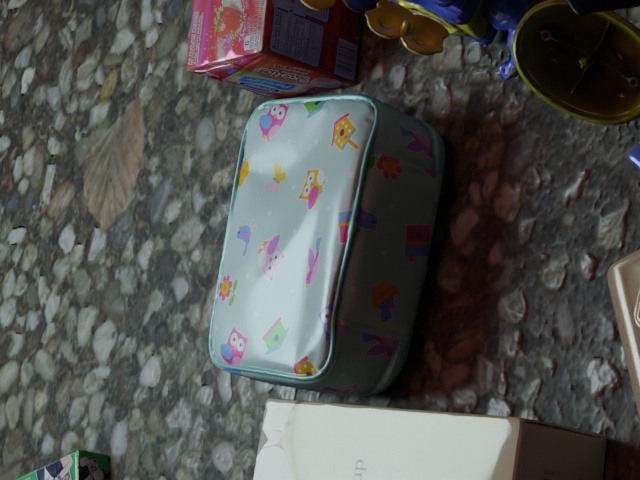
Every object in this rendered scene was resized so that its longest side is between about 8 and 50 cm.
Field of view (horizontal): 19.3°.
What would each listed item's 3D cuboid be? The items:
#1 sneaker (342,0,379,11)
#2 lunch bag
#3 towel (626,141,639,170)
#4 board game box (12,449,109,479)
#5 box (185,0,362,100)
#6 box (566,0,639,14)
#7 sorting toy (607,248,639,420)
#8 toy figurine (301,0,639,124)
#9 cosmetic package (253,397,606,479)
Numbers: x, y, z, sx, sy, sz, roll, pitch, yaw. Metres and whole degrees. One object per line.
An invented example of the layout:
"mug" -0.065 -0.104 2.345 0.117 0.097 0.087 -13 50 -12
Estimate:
"sneaker" 0.078 -0.273 1.784 0.152 0.058 0.084 -54 35 13
"lunch bag" 0.000 0.000 1.747 0.224 0.108 0.279 0 76 54
"towel" 0.396 -0.099 1.343 0.336 0.040 0.243 -44 47 17
"board game box" -0.339 0.376 2.057 0.317 0.046 0.213 -27 60 41
"box" -0.037 -0.281 1.864 0.122 0.128 0.257 -7 73 47
"box" 0.323 -0.355 1.332 0.343 0.179 0.312 -4 64 27
"sorting toy" 0.314 0.070 1.430 0.208 0.038 0.193 -35 53 42
"toy figurine" 0.145 -0.236 1.636 0.362 0.217 0.191 24 95 9
"cosmetic package" 0.081 0.223 1.582 0.309 0.113 0.160 -2 77 47
